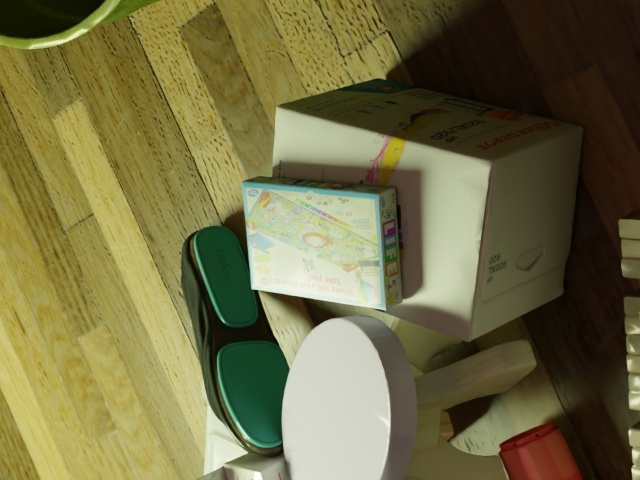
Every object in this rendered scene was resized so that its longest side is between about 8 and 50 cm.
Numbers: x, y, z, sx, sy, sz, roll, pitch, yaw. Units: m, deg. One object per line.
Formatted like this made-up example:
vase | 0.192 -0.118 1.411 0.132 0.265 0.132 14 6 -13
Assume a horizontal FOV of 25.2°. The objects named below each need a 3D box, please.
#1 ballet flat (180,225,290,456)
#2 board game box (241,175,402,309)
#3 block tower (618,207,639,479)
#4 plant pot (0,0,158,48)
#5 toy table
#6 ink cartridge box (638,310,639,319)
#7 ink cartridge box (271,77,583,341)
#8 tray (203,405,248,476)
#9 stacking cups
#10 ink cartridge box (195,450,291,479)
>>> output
ballet flat | -0.092 0.117 1.533 0.096 0.095 0.280 123 140 -49
board game box | 0.000 0.000 1.266 0.154 0.026 0.103 7 108 37
block tower | 0.323 0.136 1.232 0.091 0.097 0.335 4 107 39
plant pot | -0.152 -0.380 1.283 0.366 0.353 0.366 13 112 35
toy table | 0.081 0.162 1.344 0.274 0.161 0.252 146 116 -63
ink cartridge box | 0.395 0.151 0.995 0.130 0.272 0.309 -43 57 19
ink cartridge box | 0.095 -0.036 1.310 0.232 0.171 0.168 18 114 33
tray | -0.092 0.331 1.667 0.145 0.030 0.270 20 115 34
stacking cups | 0.252 0.330 1.349 0.096 0.096 0.316 -31 83 40
ink cartridge box | -0.030 0.269 1.482 0.067 0.198 0.115 0 104 47
